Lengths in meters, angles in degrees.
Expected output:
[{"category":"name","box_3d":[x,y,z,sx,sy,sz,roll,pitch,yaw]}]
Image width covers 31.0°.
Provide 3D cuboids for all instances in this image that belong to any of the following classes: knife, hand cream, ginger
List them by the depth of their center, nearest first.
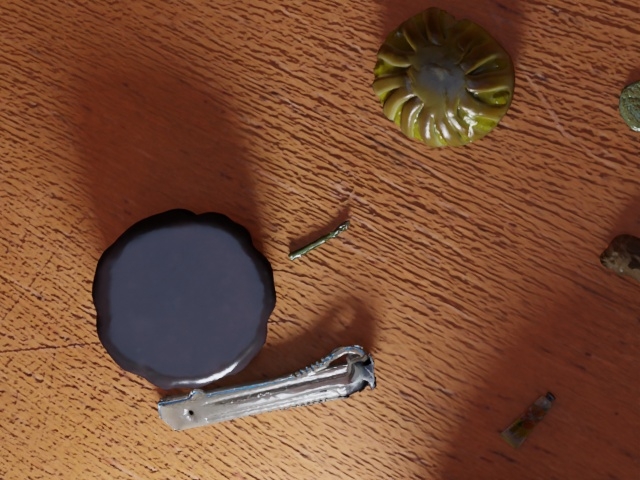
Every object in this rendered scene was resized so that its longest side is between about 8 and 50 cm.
[{"category":"ginger","box_3d":[0.546,0.060,1.656,0.290,0.084,0.122,17,78,10]},{"category":"hand cream","box_3d":[0.316,0.270,1.743,0.035,0.022,0.102,41,103,2]},{"category":"knife","box_3d":[-0.085,0.232,1.804,0.365,0.043,0.089,-15,105,13]}]

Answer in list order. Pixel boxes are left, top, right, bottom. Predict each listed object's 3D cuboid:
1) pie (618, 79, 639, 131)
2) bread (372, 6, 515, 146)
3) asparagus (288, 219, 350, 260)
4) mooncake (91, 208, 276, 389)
[{"category":"pie","box_3d":[0.480,-0.196,1.698,0.085,0.017,0.085,0,91,9]},{"category":"bread","box_3d":[0.179,-0.238,1.712,0.213,0.105,0.213,1,95,11]},{"category":"asparagus","box_3d":[0.000,0.000,1.795,0.114,0.015,0.014,-30,68,10]},{"category":"mooncake","box_3d":[-0.204,0.089,1.774,0.283,0.141,0.283,0,91,1]}]
